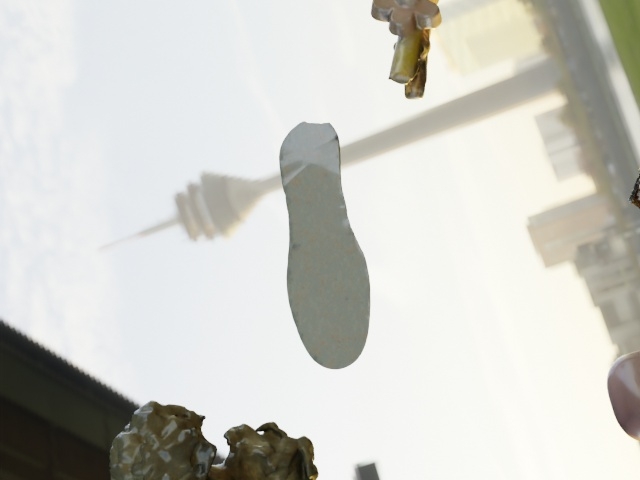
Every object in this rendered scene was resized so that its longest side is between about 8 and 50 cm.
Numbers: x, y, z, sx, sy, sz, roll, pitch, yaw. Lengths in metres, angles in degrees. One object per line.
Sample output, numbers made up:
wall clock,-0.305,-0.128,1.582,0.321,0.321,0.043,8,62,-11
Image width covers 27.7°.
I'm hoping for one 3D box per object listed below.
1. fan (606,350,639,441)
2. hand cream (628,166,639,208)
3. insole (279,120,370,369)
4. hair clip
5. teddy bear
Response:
fan,0.308,0.075,0.841,0.074,0.244,0.130,57,-162,-55
hand cream,0.358,-0.062,1.343,0.039,0.062,0.163,-64,-14,-14
insole,0.000,0.000,0.914,0.004,0.065,0.197,31,-138,-52
hair clip,0.079,-0.214,1.037,0.056,0.062,0.214,56,-140,-62
teddy bear,-0.058,0.365,1.306,0.224,0.367,0.357,111,173,-81
